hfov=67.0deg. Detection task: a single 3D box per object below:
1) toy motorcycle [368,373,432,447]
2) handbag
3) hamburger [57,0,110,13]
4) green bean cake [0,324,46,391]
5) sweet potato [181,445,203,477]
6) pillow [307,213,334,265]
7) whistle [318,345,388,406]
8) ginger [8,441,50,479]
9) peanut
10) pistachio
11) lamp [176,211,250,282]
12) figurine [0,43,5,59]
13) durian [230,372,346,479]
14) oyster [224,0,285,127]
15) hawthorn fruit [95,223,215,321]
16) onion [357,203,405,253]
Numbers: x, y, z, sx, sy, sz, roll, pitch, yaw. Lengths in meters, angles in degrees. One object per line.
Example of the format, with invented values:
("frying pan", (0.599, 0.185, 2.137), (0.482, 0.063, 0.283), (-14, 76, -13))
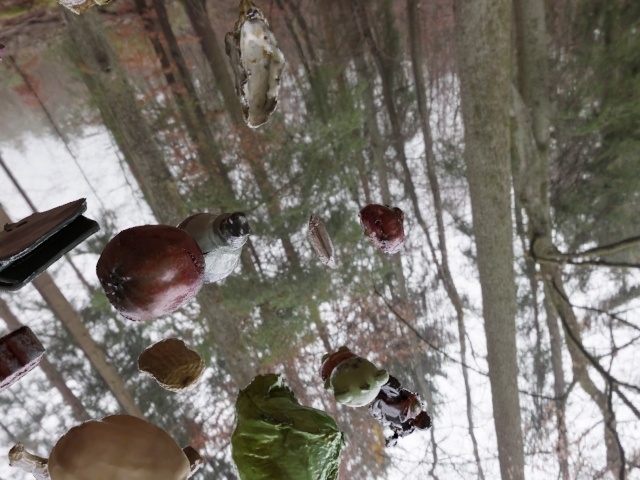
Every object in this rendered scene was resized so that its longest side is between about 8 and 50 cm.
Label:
("toy motorcycle", (0.254, 0.583, 1.597), (0.207, 0.401, 0.134), (30, -128, 20))
("handbag", (-0.652, 0.008, 1.062), (0.259, 0.079, 0.248), (-3, -147, 28))
("hamburger", (-0.629, -0.705, 1.248), (0.132, 0.212, 0.309), (8, -176, -6))
("green bean cake", (-0.706, 0.281, 1.033), (0.232, 0.097, 0.198), (-26, -169, 42))
("sweet potato", (-0.326, 0.496, 0.820), (0.109, 0.109, 0.385), (-3, -153, 24))
("pillow", (0.000, 0.000, 1.619), (0.067, 0.174, 0.270), (-22, -179, -1))
("whistle", (0.062, 0.318, 1.154), (0.131, 0.106, 0.288), (-22, -175, -15))
("ginger", (-0.810, 0.697, 1.485), (0.147, 0.334, 0.081), (-19, -129, 22))
("peanut", (-0.516, 0.437, 1.698), (0.232, 0.110, 0.196), (25, -154, 29))
("pistachio", (-0.299, 0.343, 0.722), (0.200, 0.117, 0.145), (25, -134, -11))
("lamp", (-0.252, 0.020, 1.195), (0.182, 0.182, 0.313), (-40, -155, -31))
("figurine", (-0.512, -0.310, 0.657), (0.113, 0.157, 0.126), (-15, -122, -22))
("durian", (-0.081, 0.479, 1.077), (0.255, 0.204, 0.340), (-1, -103, 32))
("oyster", (-0.192, -0.507, 1.378), (0.166, 0.342, 0.110), (-26, -152, -17))
("hawthorn fruit", (-0.285, 0.054, 0.897), (0.181, 0.182, 0.235), (6, -169, 34))
("onion", (0.203, -0.050, 1.517), (0.147, 0.184, 0.184), (-43, -144, -6))
